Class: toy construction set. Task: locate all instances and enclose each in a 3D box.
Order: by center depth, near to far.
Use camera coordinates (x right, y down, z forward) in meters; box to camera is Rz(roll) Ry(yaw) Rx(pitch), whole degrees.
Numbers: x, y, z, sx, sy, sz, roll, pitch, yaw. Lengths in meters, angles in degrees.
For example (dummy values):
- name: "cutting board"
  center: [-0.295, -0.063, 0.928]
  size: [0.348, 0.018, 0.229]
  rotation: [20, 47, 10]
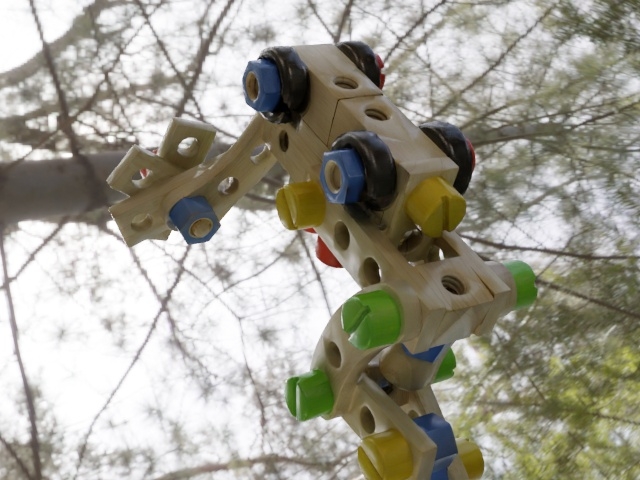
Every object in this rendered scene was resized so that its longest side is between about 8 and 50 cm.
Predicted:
- name: "toy construction set"
  center: [0.000, 0.000, 0.551]
  size: [0.328, 0.151, 0.215]
  rotation: [39, -46, 29]
